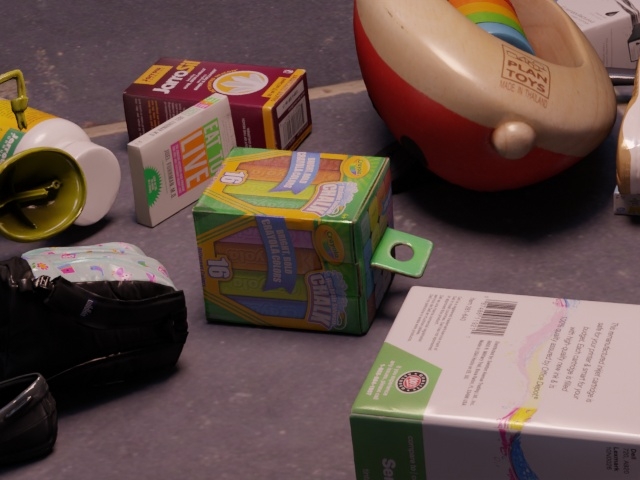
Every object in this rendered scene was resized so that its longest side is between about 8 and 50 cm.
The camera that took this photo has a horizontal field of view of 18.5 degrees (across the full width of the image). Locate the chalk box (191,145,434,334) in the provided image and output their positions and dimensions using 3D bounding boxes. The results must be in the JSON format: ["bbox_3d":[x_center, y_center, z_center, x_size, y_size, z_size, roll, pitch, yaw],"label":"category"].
[{"bbox_3d":[0.000,0.000,1.910,0.213,0.132,0.132,3,31,16],"label":"chalk box"}]

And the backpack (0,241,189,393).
[{"bbox_3d":[-0.215,0.068,1.821,0.182,0.152,0.115,-6,36,-26],"label":"backpack"}]

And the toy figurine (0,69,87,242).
[{"bbox_3d":[-0.436,-0.011,1.960,0.217,0.191,0.362,-27,4,46],"label":"toy figurine"}]

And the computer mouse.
[{"bbox_3d":[0.042,-0.069,2.118,0.242,0.041,0.071,-24,35,-28],"label":"computer mouse"}]

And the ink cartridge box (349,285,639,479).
[{"bbox_3d":[0.187,0.144,1.638,0.278,0.117,0.201,4,31,17],"label":"ink cartridge box"}]

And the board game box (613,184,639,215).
[{"bbox_3d":[0.390,-0.058,2.053,0.154,0.026,0.103,4,30,17],"label":"board game box"}]

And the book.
[{"bbox_3d":[-0.150,-0.089,2.129,0.035,0.096,0.144,18,37,34],"label":"book"}]

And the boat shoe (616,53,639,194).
[{"bbox_3d":[0.377,-0.137,2.077,0.096,0.098,0.277,4,40,16],"label":"boat shoe"}]

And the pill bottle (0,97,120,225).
[{"bbox_3d":[-0.318,-0.084,2.127,0.208,0.118,0.117,20,38,37],"label":"pill bottle"}]

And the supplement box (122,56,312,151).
[{"bbox_3d":[-0.117,-0.147,2.241,0.188,0.081,0.104,7,32,22],"label":"supplement box"}]

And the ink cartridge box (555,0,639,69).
[{"bbox_3d":[0.343,-0.261,2.368,0.190,0.082,0.139,-22,33,-24],"label":"ink cartridge box"}]

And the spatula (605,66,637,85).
[{"bbox_3d":[0.400,-0.175,2.241,0.296,0.030,0.084,9,33,10],"label":"spatula"}]

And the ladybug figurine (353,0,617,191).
[{"bbox_3d":[0.161,-0.185,2.123,0.305,0.162,0.449,24,24,-14],"label":"ladybug figurine"}]

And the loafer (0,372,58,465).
[{"bbox_3d":[-0.340,0.170,1.720,0.223,0.078,0.076,-16,31,-18],"label":"loafer"}]
